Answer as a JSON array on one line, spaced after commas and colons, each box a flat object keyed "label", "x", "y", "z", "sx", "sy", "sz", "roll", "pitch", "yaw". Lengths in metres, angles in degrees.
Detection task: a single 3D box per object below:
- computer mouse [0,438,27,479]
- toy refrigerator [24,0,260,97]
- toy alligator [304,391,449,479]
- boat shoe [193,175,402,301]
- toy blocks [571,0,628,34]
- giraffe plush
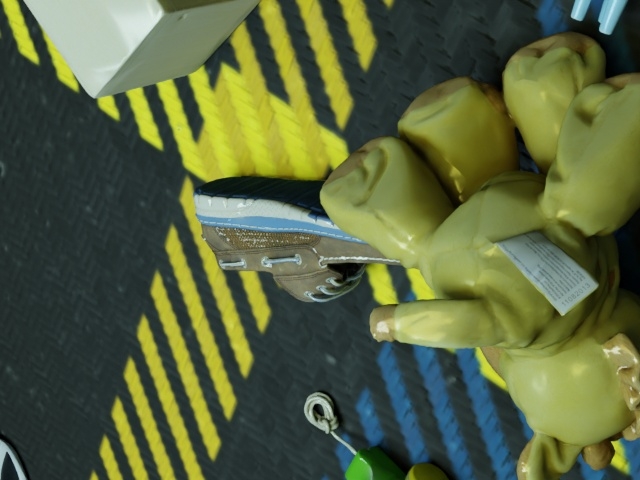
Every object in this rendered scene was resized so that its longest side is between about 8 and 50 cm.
[{"label": "computer mouse", "x": -0.278, "y": 0.264, "z": 1.009, "sx": 0.106, "sy": 0.042, "sz": 0.193, "roll": -9, "pitch": 101, "yaw": 37}, {"label": "toy refrigerator", "x": -0.158, "y": -0.230, "z": 0.715, "sx": 0.094, "sy": 0.102, "sz": 0.269, "roll": -40, "pitch": 81, "yaw": 37}, {"label": "toy alligator", "x": 0.048, "y": 0.171, "z": 0.745, "sx": 0.189, "sy": 0.051, "sz": 0.056, "roll": 39, "pitch": 124, "yaw": 18}, {"label": "boat shoe", "x": 0.000, "y": 0.000, "z": 0.717, "sx": 0.183, "sy": 0.066, "sz": 0.066, "roll": 10, "pitch": 117, "yaw": 42}, {"label": "toy blocks", "x": 0.185, "y": -0.155, "z": 0.534, "sx": 0.123, "sy": 0.054, "sz": 0.148, "roll": 30, "pitch": 121, "yaw": 24}, {"label": "giraffe plush", "x": 0.120, "y": 0.025, "z": 0.585, "sx": 0.181, "sy": 0.210, "sz": 0.170, "roll": -25, "pitch": 125, "yaw": 13}]
